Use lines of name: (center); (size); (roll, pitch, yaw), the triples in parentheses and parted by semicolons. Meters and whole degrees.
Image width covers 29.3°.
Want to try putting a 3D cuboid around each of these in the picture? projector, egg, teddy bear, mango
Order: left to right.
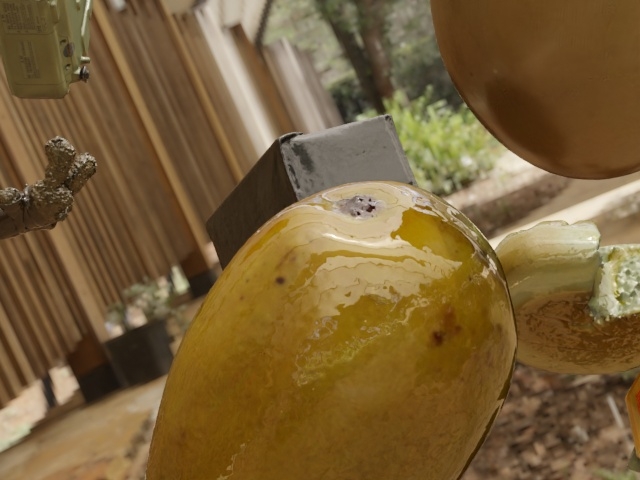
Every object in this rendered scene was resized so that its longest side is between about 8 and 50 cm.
teddy bear: (-0.350, -0.049, 1.541); (0.160, 0.078, 0.119); (-38, -24, 9)
projector: (-0.283, -0.300, 1.277); (0.088, 0.269, 0.193); (-1, -39, -1)
mango: (0.004, 0.160, 1.095); (0.300, 0.445, 0.232); (17, 12, -34)
egg: (0.241, -0.239, 1.052); (0.301, 0.373, 0.301); (2, 6, 0)

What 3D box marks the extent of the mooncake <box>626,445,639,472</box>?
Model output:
mooncake: (0.604, 0.357, 2.087); (0.125, 0.130, 0.073); (26, 38, 19)

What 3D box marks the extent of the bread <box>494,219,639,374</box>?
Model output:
bread: (0.398, 0.083, 1.887); (0.333, 0.333, 0.160); (-20, 43, 29)

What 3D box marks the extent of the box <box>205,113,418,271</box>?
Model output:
box: (-0.001, 0.000, 1.883); (0.204, 0.251, 0.345); (-15, -13, -28)

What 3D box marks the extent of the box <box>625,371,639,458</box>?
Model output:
box: (0.540, 0.272, 1.592); (0.174, 0.274, 0.076); (-65, 1, -69)
